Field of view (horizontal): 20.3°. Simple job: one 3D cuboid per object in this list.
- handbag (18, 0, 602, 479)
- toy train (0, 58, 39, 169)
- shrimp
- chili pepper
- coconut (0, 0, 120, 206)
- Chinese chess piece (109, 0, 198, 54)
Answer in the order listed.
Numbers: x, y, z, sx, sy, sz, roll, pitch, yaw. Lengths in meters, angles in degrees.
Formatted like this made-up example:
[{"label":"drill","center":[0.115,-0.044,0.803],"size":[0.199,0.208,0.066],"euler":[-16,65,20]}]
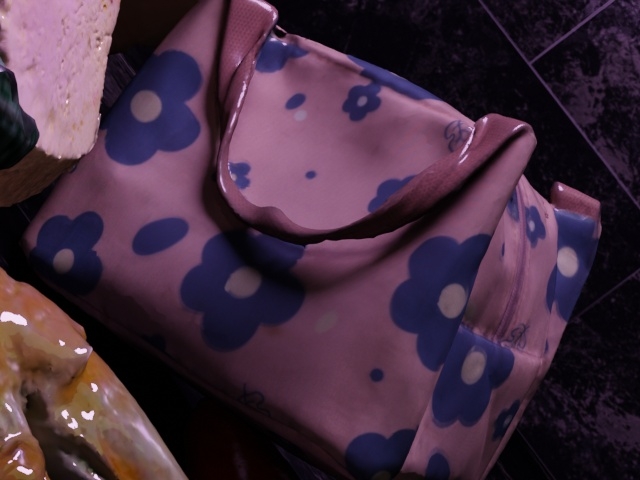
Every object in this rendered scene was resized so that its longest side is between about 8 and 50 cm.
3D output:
[{"label":"handbag","center":[0.000,0.000,0.908],"size":[0.251,0.193,0.190],"euler":[31,-4,27]},{"label":"toy train","center":[-0.200,-0.065,0.348],"size":[0.238,0.167,0.299],"euler":[44,2,18]},{"label":"shrimp","center":[-0.082,0.105,0.647],"size":[0.267,0.061,0.145],"euler":[53,14,-24]},{"label":"chili pepper","center":[-0.025,0.136,0.884],"size":[0.169,0.065,0.088],"euler":[53,4,40]},{"label":"coconut","center":[-0.164,-0.085,0.681],"size":[0.147,0.152,0.147],"euler":[1,90,-76]},{"label":"Chinese chess piece","center":[-0.146,-0.257,0.934],"size":[0.338,0.338,0.140],"euler":[50,41,-22]}]
